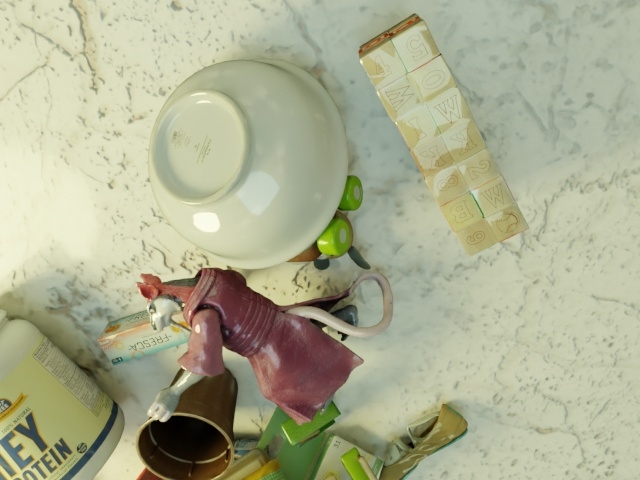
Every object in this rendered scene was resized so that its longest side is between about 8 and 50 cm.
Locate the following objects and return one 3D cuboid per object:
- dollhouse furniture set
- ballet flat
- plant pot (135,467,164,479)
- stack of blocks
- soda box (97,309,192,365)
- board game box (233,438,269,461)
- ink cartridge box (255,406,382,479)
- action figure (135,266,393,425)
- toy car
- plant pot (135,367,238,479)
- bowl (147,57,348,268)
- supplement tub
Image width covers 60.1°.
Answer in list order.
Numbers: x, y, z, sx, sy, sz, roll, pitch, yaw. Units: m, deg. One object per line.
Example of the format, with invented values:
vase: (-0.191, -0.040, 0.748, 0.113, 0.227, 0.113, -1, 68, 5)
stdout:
dollhouse furniture set: (-0.061, 0.440, 0.956, 0.301, 0.151, 0.197, -31, 72, -12)
ballet flat: (0.182, 0.400, 1.082, 0.232, 0.080, 0.073, -44, 84, 16)
plant pot: (-0.315, 0.606, 1.059, 0.243, 0.275, 0.275, 38, 112, 0)
stack of blocks: (0.161, -0.147, 0.750, 0.087, 0.171, 0.297, -28, 111, 15)
soda box: (-0.296, 0.159, 0.983, 0.183, 0.058, 0.063, -18, 114, 12)
board game box: (-0.152, 0.478, 1.133, 0.194, 0.060, 0.194, 0, 116, 2)
ink cartridge box: (-0.016, 0.449, 1.062, 0.235, 0.056, 0.171, 33, 69, -14)
action figure: (-0.102, 0.134, 0.839, 0.370, 0.248, 0.276, 30, 126, -26)
toy car: (0.000, 0.000, 0.857, 0.155, 0.149, 0.188, 2, 146, 29)
plant pot: (-0.225, 0.316, 0.998, 0.167, 0.165, 0.167, 1, 116, 1)
bowl: (-0.122, -0.111, 0.724, 0.298, 0.134, 0.298, -1, 87, 23)
supplement tub: (-0.532, 0.289, 0.959, 0.235, 0.235, 0.325, -31, 111, 16)
